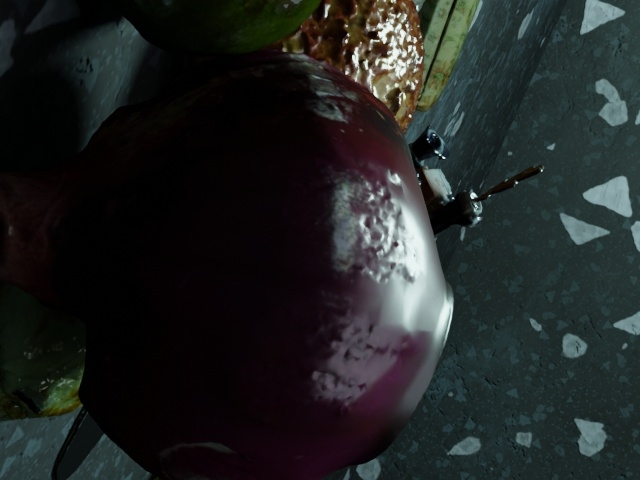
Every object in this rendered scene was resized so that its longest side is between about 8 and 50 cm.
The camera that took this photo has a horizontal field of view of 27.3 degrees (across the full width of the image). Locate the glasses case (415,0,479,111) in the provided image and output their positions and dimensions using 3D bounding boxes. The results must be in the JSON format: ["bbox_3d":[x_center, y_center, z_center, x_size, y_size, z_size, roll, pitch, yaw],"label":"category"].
[{"bbox_3d":[0.202,-0.398,2.044,0.156,0.098,0.425,-87,-167,-58],"label":"glasses case"}]

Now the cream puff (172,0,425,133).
[{"bbox_3d":[-0.006,-0.177,1.454,0.350,0.229,0.350,-57,167,-20],"label":"cream puff"}]

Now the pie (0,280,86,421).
[{"bbox_3d":[-0.259,0.097,1.304,0.201,0.090,0.248,-60,162,-8],"label":"pie"}]

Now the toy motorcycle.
[{"bbox_3d":[0.077,-0.036,1.608,0.401,0.134,0.207,-32,164,26],"label":"toy motorcycle"}]

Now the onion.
[{"bbox_3d":[-0.119,0.006,1.108,0.420,0.398,0.398,23,94,-35],"label":"onion"}]

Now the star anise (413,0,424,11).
[{"bbox_3d":[0.138,-0.398,1.923,0.204,0.061,0.180,-68,166,15],"label":"star anise"}]

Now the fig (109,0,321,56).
[{"bbox_3d":[-0.100,-0.225,1.110,0.195,0.195,0.245,-53,-178,-38],"label":"fig"}]

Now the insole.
[{"bbox_3d":[-0.238,0.150,1.661,0.348,0.009,0.119,-60,168,-12],"label":"insole"}]

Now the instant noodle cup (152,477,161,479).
[{"bbox_3d":[-0.193,0.469,1.862,0.221,0.311,0.311,-51,164,-74],"label":"instant noodle cup"}]
